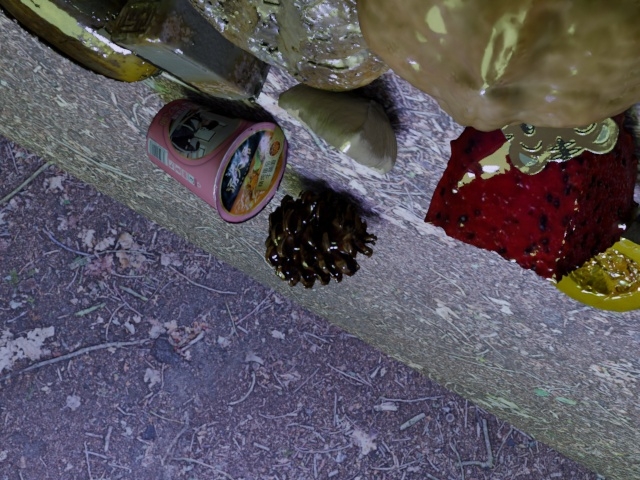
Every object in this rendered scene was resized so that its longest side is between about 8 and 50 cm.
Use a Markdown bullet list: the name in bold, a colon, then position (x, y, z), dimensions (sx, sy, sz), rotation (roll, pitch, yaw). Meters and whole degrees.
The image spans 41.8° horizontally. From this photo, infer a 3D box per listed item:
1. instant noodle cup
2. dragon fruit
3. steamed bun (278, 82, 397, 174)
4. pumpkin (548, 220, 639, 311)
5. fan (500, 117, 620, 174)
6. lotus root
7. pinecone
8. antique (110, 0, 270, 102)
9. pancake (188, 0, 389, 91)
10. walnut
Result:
- **instant noodle cup**: position (-0.234, -0.191, 1.813), dimensions (0.255, 0.244, 0.244), rotation (29, 166, 28)
- **dragon fruit**: position (0.346, -0.088, 1.170), dimensions (0.302, 0.240, 0.330), rotation (-1, 137, -16)
- **steamed bun**: position (0.056, -0.204, 1.457), dimensions (0.212, 0.110, 0.231), rotation (25, -167, -48)
- **pumpkin**: position (0.499, 0.021, 1.445), dimensions (0.217, 0.110, 0.217), rotation (26, 151, 15)
- **fan**: position (0.278, -0.199, 1.072), dimensions (0.152, 0.008, 0.227), rotation (-18, 102, 40)
- **lotus root**: position (-0.430, -0.426, 1.465), dimensions (0.397, 0.179, 0.196), rotation (33, 147, -30)
- **pinecone**: position (-0.008, -0.009, 1.961), dimensions (0.257, 0.243, 0.243), rotation (-26, 131, 33)
- **antique**: position (-0.209, -0.335, 1.459), dimensions (0.125, 0.150, 0.284), rotation (13, 167, 39)
- **pancake**: position (-0.055, -0.345, 1.239), dimensions (0.387, 0.082, 0.387), rotation (26, 167, 7)
- **walnut**: position (0.179, -0.246, 0.701), dimensions (0.306, 0.344, 0.306), rotation (19, 148, 13)
